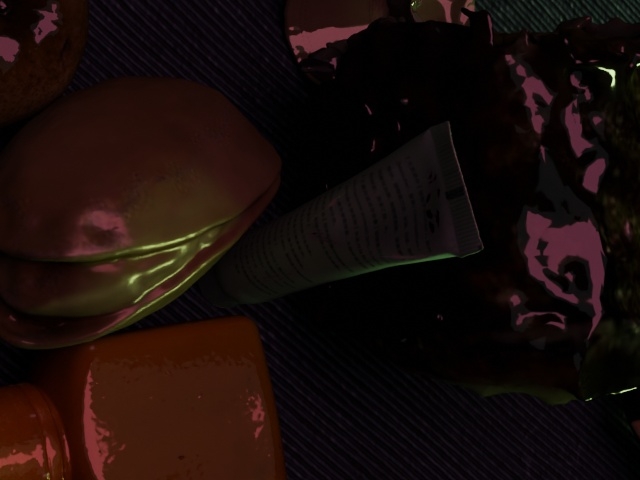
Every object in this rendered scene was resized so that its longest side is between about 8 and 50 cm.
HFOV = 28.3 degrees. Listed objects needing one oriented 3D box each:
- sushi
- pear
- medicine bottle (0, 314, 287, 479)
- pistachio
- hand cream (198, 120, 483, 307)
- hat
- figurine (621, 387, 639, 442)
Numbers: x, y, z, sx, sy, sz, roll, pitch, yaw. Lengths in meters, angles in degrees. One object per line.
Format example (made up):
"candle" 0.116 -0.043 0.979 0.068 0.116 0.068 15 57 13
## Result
"sushi" 0.145 -0.037 1.032 0.281 0.299 0.294 -15 104 -57
"pear" -0.250 -0.159 0.919 0.167 0.136 0.167 -4 98 -36
"medicine bottle" -0.148 0.142 0.925 0.222 0.112 0.149 -7 82 -33
"pistachio" -0.138 -0.029 0.926 0.293 0.181 0.162 -39 140 -57
"hand cream" 0.000 0.000 0.921 0.058 0.331 0.085 -7 82 -31
"hat" 0.058 -0.215 1.181 0.173 0.144 0.166 -4 107 7
"figurine" 0.377 0.175 1.221 0.161 0.158 0.276 -3 80 -42
